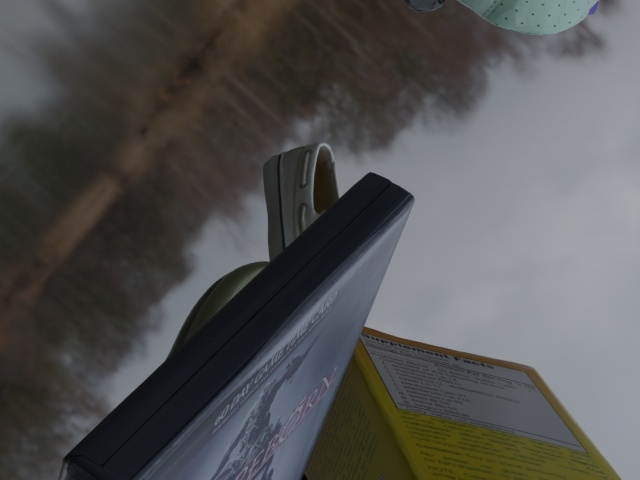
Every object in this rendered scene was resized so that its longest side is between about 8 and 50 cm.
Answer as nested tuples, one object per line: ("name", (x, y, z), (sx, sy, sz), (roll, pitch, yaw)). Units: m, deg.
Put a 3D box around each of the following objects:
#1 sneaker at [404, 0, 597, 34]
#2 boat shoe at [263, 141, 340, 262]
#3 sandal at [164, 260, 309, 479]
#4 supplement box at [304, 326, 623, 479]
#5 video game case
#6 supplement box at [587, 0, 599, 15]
("sneaker", (0.055, -0.187, 0.561), (0.256, 0.094, 0.151), (-101, -169, -45))
("boat shoe", (0.000, 0.000, 0.634), (0.035, 0.035, 0.100), (-24, -128, 22))
("sandal", (-0.050, 0.119, 0.816), (0.086, 0.120, 0.303), (-19, -144, 36))
("supplement box", (0.100, 0.227, 1.102), (0.356, 0.194, 0.195), (-118, -135, -70))
("video game case", (-0.055, 0.124, 0.545), (0.196, 0.026, 0.274), (-44, 160, -51))
("supplement box", (0.157, -0.277, 1.045), (0.114, 0.111, 0.220), (-16, 132, -41))
